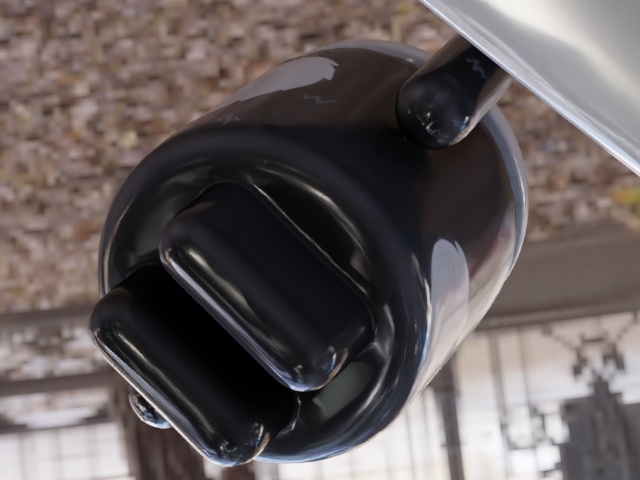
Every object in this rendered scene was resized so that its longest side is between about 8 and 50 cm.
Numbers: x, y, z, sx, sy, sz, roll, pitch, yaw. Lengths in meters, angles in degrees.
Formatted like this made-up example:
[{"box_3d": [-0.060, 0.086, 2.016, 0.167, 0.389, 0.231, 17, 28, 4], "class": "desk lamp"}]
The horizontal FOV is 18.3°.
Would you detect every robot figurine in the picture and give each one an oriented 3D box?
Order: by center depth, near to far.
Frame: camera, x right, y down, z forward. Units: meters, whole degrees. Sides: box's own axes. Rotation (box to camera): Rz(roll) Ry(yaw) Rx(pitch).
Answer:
[{"box_3d": [-0.003, 0.000, 0.973, 0.209, 0.174, 0.278, -3, -161, 25], "class": "robot figurine"}]

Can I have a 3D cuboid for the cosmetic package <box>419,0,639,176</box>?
[{"box_3d": [0.143, -0.237, 0.766, 0.327, 0.329, 0.393, -51, 175, 12], "class": "cosmetic package"}]
